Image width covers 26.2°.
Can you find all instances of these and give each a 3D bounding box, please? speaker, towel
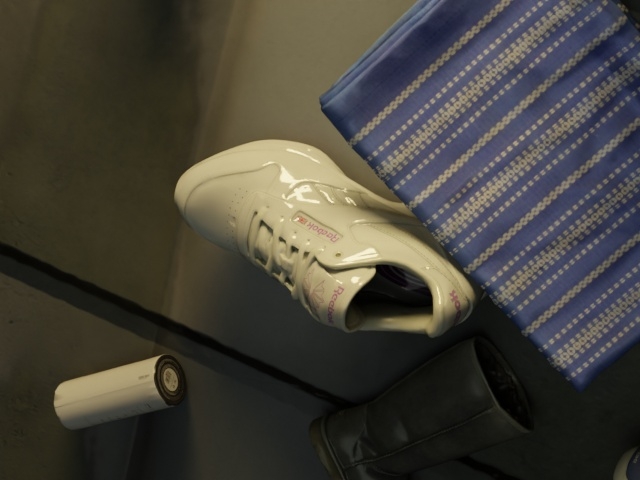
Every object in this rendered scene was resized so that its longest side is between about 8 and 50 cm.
[{"bbox_3d":[-0.208,0.158,1.419,0.136,0.055,0.055,-17,106,28],"label":"speaker"},{"bbox_3d":[0.190,-0.071,1.117,0.243,0.040,0.336,-42,93,13],"label":"towel"}]

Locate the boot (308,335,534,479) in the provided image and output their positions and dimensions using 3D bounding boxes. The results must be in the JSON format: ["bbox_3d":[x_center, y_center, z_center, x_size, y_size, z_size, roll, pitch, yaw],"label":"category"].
[{"bbox_3d":[0.112,0.204,1.306,0.208,0.076,0.189,-27,103,23],"label":"boot"}]

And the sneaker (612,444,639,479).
[{"bbox_3d":[0.363,0.298,1.233,0.131,0.112,0.296,-10,108,45],"label":"sneaker"}]

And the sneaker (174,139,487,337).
[{"bbox_3d":[0.000,0.000,1.203,0.305,0.152,0.114,17,122,17],"label":"sneaker"}]
